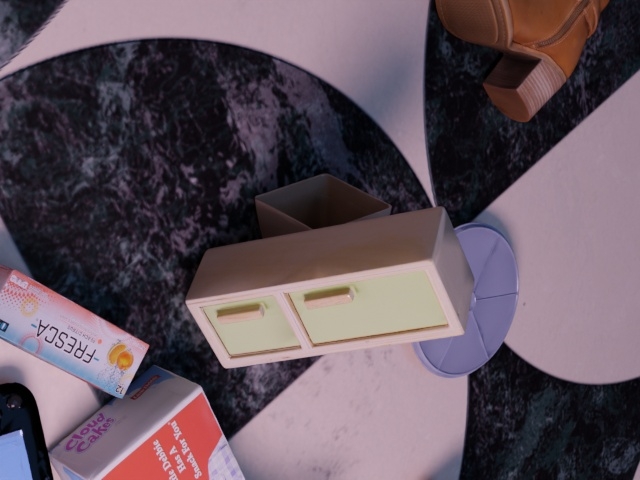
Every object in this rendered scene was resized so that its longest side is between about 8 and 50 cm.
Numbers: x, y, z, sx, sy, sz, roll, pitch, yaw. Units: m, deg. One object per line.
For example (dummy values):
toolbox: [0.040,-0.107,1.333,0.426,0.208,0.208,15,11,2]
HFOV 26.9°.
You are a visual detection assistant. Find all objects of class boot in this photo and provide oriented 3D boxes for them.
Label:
boot: [0.259,-0.306,1.613,0.220,0.109,0.283,-53,132,-18]

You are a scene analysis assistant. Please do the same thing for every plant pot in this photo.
plant pot: [0.000,0.000,1.464,0.109,0.109,0.096,-20,126,-38]

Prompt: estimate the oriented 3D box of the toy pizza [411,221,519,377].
toy pizza: [0.176,0.074,1.691,0.201,0.032,0.201,-12,109,-39]

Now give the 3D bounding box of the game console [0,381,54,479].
game console: [-0.297,0.319,1.260,0.213,0.044,0.361,-17,99,-41]

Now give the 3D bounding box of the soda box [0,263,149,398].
soda box: [-0.253,0.085,1.276,0.183,0.058,0.063,36,76,-41]

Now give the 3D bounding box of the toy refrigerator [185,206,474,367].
toy refrigerator: [0.009,0.053,1.359,0.094,0.269,0.102,-72,145,-47]

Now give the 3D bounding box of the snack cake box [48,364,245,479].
snack cake box: [-0.156,0.283,1.397,0.152,0.089,0.264,-39,124,-29]
